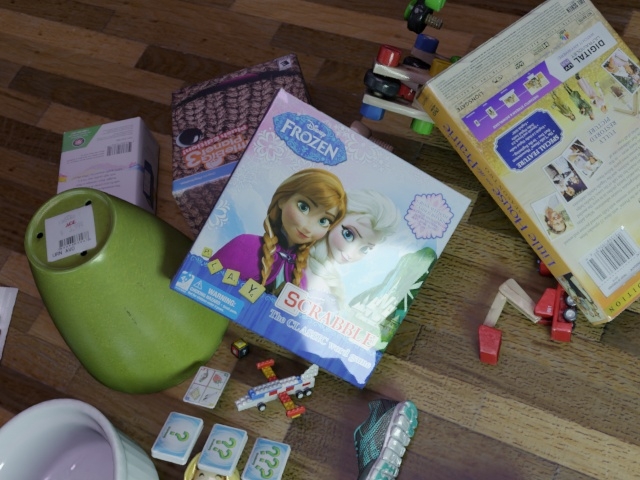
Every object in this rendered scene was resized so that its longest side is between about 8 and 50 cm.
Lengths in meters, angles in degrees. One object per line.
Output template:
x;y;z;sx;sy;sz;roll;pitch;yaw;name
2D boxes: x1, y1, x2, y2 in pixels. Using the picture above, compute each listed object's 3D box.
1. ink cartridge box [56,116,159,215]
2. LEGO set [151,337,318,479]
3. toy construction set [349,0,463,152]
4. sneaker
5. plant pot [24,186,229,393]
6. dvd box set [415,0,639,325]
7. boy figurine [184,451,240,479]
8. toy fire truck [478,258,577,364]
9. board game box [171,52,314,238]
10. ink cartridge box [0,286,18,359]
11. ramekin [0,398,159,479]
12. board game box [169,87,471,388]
-0.376;-0.097;1.459;0.154;0.093;0.213;-10;58;9;ink cartridge box
-0.112;0.229;1.191;0.182;0.060;0.244;13;36;9;LEGO set
0.191;-0.200;1.330;0.237;0.257;0.309;29;92;13;toy construction set
0.075;0.297;1.162;0.076;0.065;0.167;10;60;37;sneaker
-0.308;0.054;1.243;0.274;0.294;0.275;-6;61;10;plant pot
0.384;-0.134;1.202;0.307;0.062;0.420;-36;85;-15;dvd box set
-0.156;0.425;1.119;0.177;0.092;0.285;1;64;25;boy figurine
0.310;0.093;1.216;0.135;0.047;0.192;7;64;17;toy fire truck
-0.113;-0.147;1.351;0.231;0.141;0.291;-17;42;4;board game box
-0.648;0.160;1.420;0.224;0.056;0.181;6;61;-5;ink cartridge box
-0.357;0.374;1.145;0.277;0.135;0.277;-13;55;19;ramekin
0.000;0.000;1.177;0.318;0.066;0.318;28;93;-11;board game box
